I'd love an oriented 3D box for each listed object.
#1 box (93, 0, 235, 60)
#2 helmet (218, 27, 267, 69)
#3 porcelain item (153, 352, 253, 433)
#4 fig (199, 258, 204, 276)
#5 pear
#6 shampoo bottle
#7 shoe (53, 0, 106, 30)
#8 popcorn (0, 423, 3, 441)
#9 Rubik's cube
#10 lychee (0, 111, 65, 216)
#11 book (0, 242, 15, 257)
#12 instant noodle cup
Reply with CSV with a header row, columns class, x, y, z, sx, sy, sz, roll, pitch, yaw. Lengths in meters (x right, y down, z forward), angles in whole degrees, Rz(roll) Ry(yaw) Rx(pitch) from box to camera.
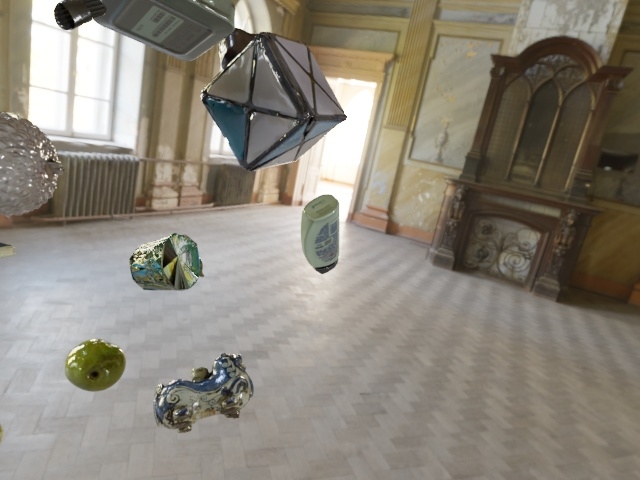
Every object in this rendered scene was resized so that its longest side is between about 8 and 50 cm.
class,x,y,z,sx,sy,sz,roll,pitch,yaw
box,-0.547,-0.793,1.440,0.396,0.111,0.395,10,-7,-42
helmet,-0.285,-0.755,1.764,0.304,0.177,0.225,4,-25,-17
porcelain item,-0.349,0.445,1.228,0.287,0.138,0.186,-10,49,-18
fig,-0.658,0.137,2.125,0.109,0.155,0.103,-35,23,-13
pear,-0.746,0.399,1.371,0.180,0.166,0.216,20,9,-28
shampoo bottle,0.000,0.000,1.330,0.134,0.360,0.078,-33,63,-16
shoe,-0.590,-0.577,1.026,0.053,0.062,0.159,1,40,26
popcorn,-0.864,0.475,0.905,0.285,0.252,0.215,-9,43,4
Rubik's cube,-0.139,-0.430,1.324,0.306,0.311,0.305,-30,4,29
lychee,-1.140,-0.275,1.444,0.431,0.381,0.380,4,15,-15
book,-0.791,0.019,0.831,0.268,0.025,0.190,9,14,29
instant noodle cup,-0.615,0.093,1.618,0.177,0.241,0.240,-8,6,20
